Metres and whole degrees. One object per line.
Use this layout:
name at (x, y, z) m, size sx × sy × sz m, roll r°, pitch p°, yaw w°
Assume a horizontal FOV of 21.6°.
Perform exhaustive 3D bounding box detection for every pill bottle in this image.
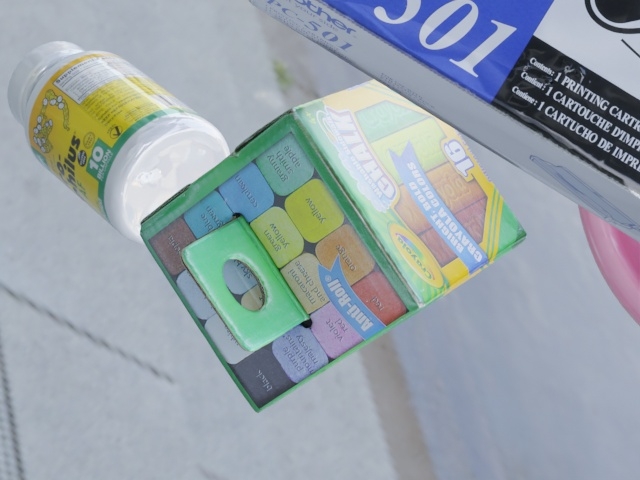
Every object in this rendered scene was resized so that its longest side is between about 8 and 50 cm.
pill bottle at (-0.178, -0.091, 1.419) m, size 0.118 × 0.117 × 0.208 m, roll 5°, pitch 25°, yaw -44°

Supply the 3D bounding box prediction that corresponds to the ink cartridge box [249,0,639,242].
ink cartridge box at (0.087, -0.074, 0.585) m, size 0.207 × 0.046 × 0.097 m, roll 31°, pitch 77°, yaw 2°

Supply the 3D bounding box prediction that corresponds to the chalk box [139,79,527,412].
chalk box at (0.000, 0.000, 0.960) m, size 0.132 × 0.132 × 0.213 m, roll 57°, pitch 30°, yaw 2°

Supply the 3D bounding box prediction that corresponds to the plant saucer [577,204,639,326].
plant saucer at (0.344, -0.057, 1.152) m, size 0.084 × 0.332 × 0.332 m, roll 6°, pitch 50°, yaw -60°
